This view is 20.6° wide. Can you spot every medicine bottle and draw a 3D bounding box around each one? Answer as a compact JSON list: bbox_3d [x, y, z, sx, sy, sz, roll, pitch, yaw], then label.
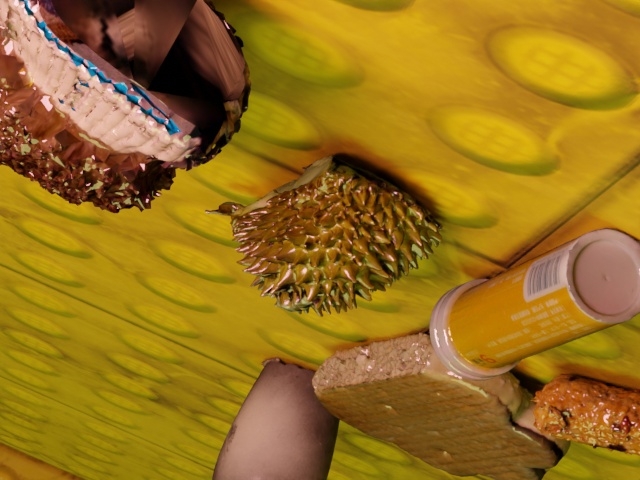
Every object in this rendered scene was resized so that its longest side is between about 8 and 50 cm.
[{"bbox_3d":[0.147,0.045,1.199,0.074,0.074,0.218,27,161,-11],"label":"medicine bottle"}]

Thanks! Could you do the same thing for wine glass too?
[{"bbox_3d":[-0.048,0.226,1.750,0.111,0.204,0.111,19,158,8],"label":"wine glass"}]

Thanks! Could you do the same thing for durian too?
[{"bbox_3d":[-0.001,0.010,1.246,0.137,0.095,0.221,29,168,-17],"label":"durian"}]

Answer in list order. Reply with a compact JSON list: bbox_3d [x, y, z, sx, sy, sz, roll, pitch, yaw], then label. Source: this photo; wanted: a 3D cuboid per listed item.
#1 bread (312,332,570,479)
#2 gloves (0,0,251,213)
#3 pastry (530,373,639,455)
[{"bbox_3d":[0.120,0.154,1.571,0.207,0.056,0.286,33,160,-21],"label":"bread"},{"bbox_3d":[-0.168,-0.097,1.069,0.210,0.135,0.312,20,166,-13],"label":"gloves"},{"bbox_3d":[0.236,0.141,1.400,0.140,0.056,0.080,10,167,19],"label":"pastry"}]
